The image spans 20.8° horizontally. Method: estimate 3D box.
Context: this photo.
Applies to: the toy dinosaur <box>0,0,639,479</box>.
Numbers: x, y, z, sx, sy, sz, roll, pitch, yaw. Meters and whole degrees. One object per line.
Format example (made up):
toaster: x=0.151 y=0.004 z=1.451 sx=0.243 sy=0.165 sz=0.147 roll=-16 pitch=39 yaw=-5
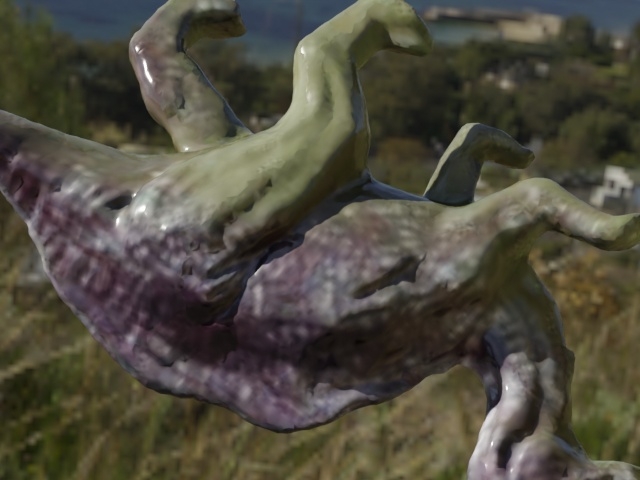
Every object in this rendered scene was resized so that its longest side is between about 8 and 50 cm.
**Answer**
toy dinosaur: x=0.001 y=-0.003 z=0.622 sx=0.294 sy=0.077 sz=0.162 roll=27 pitch=63 yaw=19
